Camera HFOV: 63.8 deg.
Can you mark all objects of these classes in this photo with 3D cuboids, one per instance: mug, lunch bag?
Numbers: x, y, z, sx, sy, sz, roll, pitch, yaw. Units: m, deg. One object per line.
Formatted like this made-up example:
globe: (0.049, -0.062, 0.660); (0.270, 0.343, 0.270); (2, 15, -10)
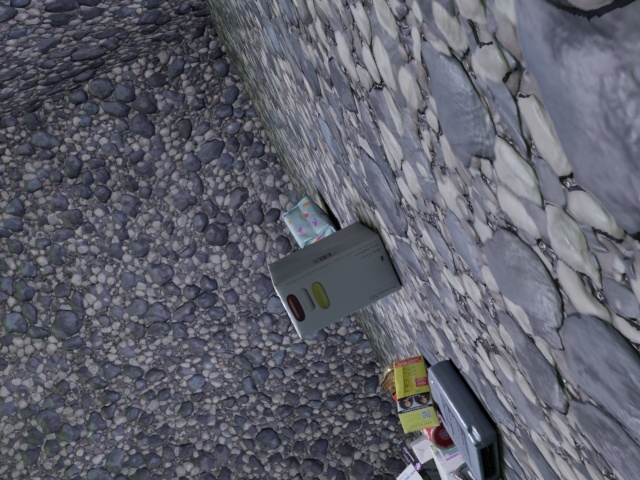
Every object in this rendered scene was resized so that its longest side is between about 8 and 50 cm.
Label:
mug: (0.275, 0.459, 1.336); (0.169, 0.150, 0.113); (-140, 49, -71)
lunch bag: (0.000, 0.000, 1.915); (0.262, 0.160, 0.223); (51, -177, -45)

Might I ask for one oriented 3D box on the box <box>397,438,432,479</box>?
box: (0.351, 0.822, 1.895); (0.116, 0.029, 0.162); (57, 175, -25)

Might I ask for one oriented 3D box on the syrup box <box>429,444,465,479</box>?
syrup box: (0.383, 0.640, 1.426); (0.096, 0.093, 0.237); (60, 175, 51)

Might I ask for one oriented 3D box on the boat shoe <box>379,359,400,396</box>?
boat shoe: (0.299, 0.574, 2.025); (0.307, 0.111, 0.104); (69, 174, -60)

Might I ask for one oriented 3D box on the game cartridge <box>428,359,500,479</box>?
game cartridge: (0.303, 0.385, 1.094); (0.297, 0.062, 0.198); (67, 179, -45)

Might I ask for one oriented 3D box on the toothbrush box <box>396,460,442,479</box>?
toothbrush box: (0.464, 1.025, 1.997); (0.216, 0.126, 0.295); (21, -156, -34)

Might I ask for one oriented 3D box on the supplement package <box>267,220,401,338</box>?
supplement package: (0.027, 0.086, 1.239); (0.145, 0.262, 0.204); (64, 176, -14)

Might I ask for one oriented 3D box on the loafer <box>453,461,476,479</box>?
loafer: (0.396, 0.617, 1.142); (0.267, 0.084, 0.096); (60, 175, 43)

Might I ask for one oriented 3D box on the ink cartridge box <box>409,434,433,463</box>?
ink cartridge box: (0.395, 0.752, 1.888); (0.067, 0.115, 0.198); (61, 177, 17)

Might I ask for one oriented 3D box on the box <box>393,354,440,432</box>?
box: (0.235, 0.376, 1.281); (0.232, 0.087, 0.058); (-71, -38, -72)
